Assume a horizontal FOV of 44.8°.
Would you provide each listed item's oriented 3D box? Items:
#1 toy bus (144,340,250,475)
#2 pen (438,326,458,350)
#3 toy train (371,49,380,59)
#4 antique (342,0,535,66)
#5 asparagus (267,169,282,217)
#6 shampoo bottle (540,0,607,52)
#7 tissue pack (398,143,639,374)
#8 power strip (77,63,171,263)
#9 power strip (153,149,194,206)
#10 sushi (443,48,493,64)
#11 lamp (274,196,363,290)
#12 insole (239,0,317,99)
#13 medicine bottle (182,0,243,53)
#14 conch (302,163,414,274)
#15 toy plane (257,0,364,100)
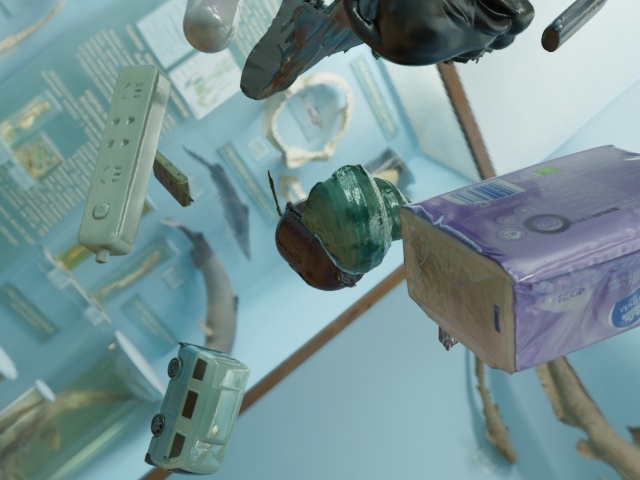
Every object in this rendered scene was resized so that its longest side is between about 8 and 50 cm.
[{"bbox_3d":[-0.257,0.370,1.660,0.133,0.271,0.165,21,-8,-40],"label":"toy bus"},{"bbox_3d":[0.202,0.118,1.212,0.197,0.032,0.053,-65,156,-65],"label":"pen"},{"bbox_3d":[0.239,-0.616,2.380,0.085,0.251,0.119,-8,-89,42],"label":"toy train"},{"bbox_3d":[0.173,-0.393,1.196,0.255,0.322,0.185,63,-20,7],"label":"antique"},{"bbox_3d":[-0.118,-0.119,2.025,0.013,0.016,0.166,38,-28,38],"label":"asparagus"},{"bbox_3d":[0.606,-0.531,1.835,0.049,0.234,0.087,38,-26,22],"label":"shampoo bottle"},{"bbox_3d":[0.302,0.010,0.946,0.242,0.338,0.160,-137,-145,-58],"label":"tissue pack"},{"bbox_3d":[-0.355,-0.141,1.405,0.091,0.385,0.062,0,-21,21],"label":"power strip"},{"bbox_3d":[-0.330,-0.136,1.727,0.169,0.028,0.076,41,-35,40],"label":"power strip"},{"bbox_3d":[0.236,-0.374,1.410,0.226,0.103,0.097,3,-10,11],"label":"sushi"},{"bbox_3d":[0.000,0.000,1.651,0.258,0.180,0.180,43,-12,45],"label":"lamp"},{"bbox_3d":[-0.090,-0.465,1.809,0.111,0.328,0.007,23,-14,5],"label":"insole"},{"bbox_3d":[-0.251,-0.582,1.870,0.130,0.130,0.341,60,26,-44],"label":"medicine bottle"},{"bbox_3d":[0.074,-0.035,1.266,0.134,0.202,0.196,39,-46,17],"label":"conch"},{"bbox_3d":[-0.022,-0.374,1.484,0.223,0.326,0.104,3,66,-48],"label":"toy plane"}]
